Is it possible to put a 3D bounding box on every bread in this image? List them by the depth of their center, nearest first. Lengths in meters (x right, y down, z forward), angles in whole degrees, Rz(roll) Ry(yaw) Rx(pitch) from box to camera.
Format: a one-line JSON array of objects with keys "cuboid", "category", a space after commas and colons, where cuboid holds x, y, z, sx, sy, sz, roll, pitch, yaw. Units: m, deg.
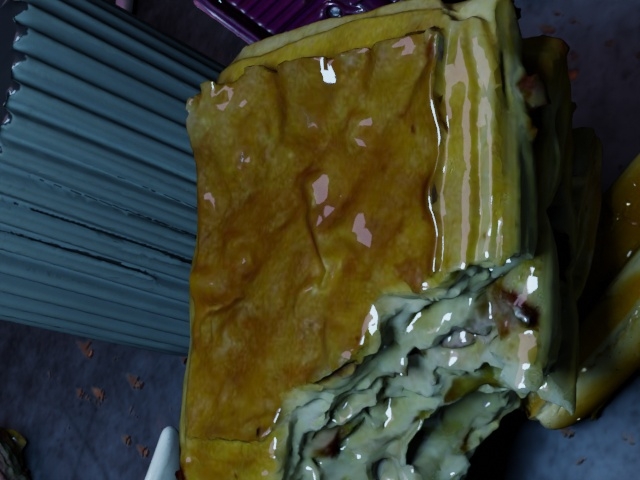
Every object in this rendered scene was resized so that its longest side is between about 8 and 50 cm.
[{"cuboid": [0.054, 0.040, 1.238, 0.314, 0.191, 0.370, -5, 83, 44], "category": "bread"}]

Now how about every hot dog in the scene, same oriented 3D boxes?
[{"cuboid": [0.210, 0.024, 1.255, 0.269, 0.072, 0.109, -49, 46, 24], "category": "hot dog"}]

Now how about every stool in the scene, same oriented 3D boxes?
[{"cuboid": [-0.206, -0.058, 1.542, 0.297, 0.330, 0.297, -22, 58, 40], "category": "stool"}]

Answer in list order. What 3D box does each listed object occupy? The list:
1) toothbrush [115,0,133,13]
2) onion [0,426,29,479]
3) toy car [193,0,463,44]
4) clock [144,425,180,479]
[{"cuboid": [-0.193, -0.354, 1.891, 0.020, 0.025, 0.287, -17, 63, 40], "category": "toothbrush"}, {"cuboid": [-0.392, 0.331, 1.643, 0.398, 0.420, 0.398, 25, 134, 28], "category": "onion"}, {"cuboid": [0.043, -0.314, 1.462, 0.340, 0.271, 0.240, -36, 32, 33], "category": "toy car"}, {"cuboid": [-0.118, 0.307, 1.357, 0.108, 0.265, 0.324, 9, 75, 27], "category": "clock"}]
